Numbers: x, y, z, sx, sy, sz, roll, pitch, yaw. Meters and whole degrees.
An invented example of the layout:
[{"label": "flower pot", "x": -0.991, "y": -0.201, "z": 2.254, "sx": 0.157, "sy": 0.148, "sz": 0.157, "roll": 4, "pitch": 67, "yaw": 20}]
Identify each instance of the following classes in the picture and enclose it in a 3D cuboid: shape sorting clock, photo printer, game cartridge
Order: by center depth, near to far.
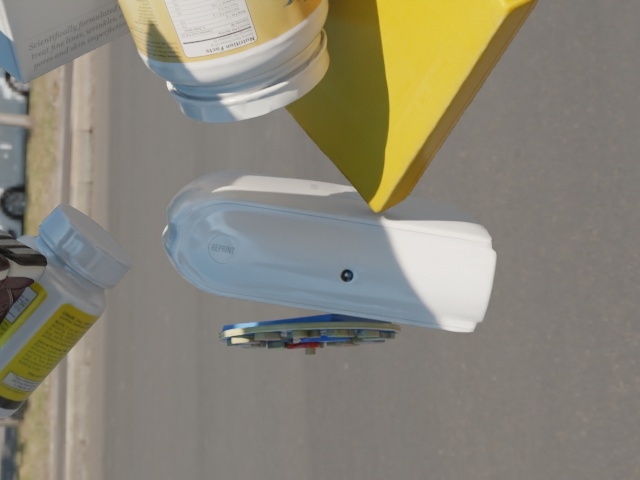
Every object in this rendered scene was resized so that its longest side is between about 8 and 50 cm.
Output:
[{"label": "game cartridge", "x": 0.008, "y": -0.220, "z": 0.771, "sx": 0.323, "sy": 0.053, "sz": 0.285, "roll": 50, "pitch": 147, "yaw": 13}, {"label": "photo printer", "x": 0.000, "y": 0.000, "z": 0.962, "sx": 0.256, "sy": 0.308, "sz": 0.107, "roll": -90, "pitch": 9, "yaw": -81}, {"label": "shape sorting clock", "x": -0.012, "y": 0.108, "z": 1.082, "sx": 0.206, "sy": 0.206, "sz": 0.040, "roll": 158, "pitch": 108, "yaw": -67}]

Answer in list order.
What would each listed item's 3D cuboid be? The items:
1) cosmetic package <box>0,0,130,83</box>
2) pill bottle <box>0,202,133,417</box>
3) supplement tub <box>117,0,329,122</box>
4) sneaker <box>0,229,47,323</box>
[{"label": "cosmetic package", "x": -0.244, "y": -0.254, "z": 0.783, "sx": 0.184, "sy": 0.151, "sz": 0.151, "roll": 37, "pitch": 147, "yaw": 30}, {"label": "pill bottle", "x": -0.300, "y": 0.071, "z": 1.001, "sx": 0.208, "sy": 0.119, "sz": 0.119, "roll": -48, "pitch": 29, "yaw": 2}, {"label": "supplement tub", "x": -0.077, "y": -0.198, "z": 0.671, "sx": 0.144, "sy": 0.144, "sz": 0.199, "roll": -119, "pitch": 8, "yaw": -53}, {"label": "sneaker", "x": -0.345, "y": 0.070, "z": 0.791, "sx": 0.162, "sy": 0.106, "sz": 0.281, "roll": -61, "pitch": -18, "yaw": 7}]
